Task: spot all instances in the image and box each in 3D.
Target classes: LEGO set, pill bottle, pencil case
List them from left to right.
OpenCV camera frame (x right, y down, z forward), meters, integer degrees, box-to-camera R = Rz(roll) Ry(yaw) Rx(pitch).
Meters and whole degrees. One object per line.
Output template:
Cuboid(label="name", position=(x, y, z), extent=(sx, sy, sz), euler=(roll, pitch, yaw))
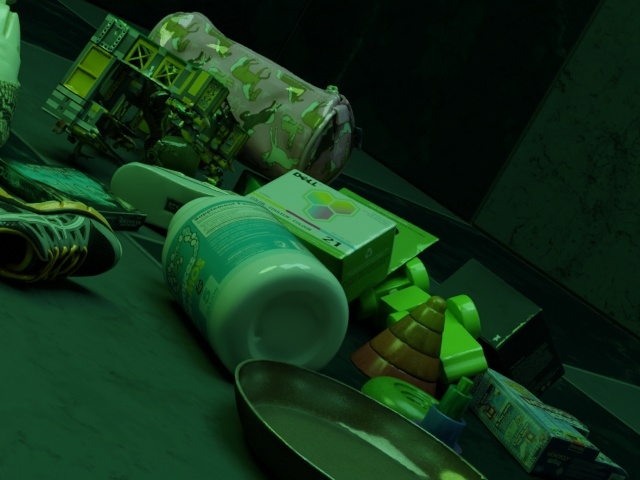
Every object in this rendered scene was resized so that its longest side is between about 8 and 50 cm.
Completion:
Cuboid(label="LEGO set", position=(-0.252, -0.156, 1.987), extent=(0.255, 0.192, 0.331), euler=(34, -7, 3))
Cuboid(label="pill bottle", position=(-0.084, 0.042, 1.505), extent=(0.146, 0.146, 0.264), euler=(24, 11, -31))
Cuboid(label="pencil case", position=(-0.121, -0.223, 2.200), extent=(0.386, 0.167, 0.160), euler=(32, -26, 27))

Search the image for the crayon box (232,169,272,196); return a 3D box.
Cuboid(label="crayon box", position=(0.000, 0.000, 2.160), extent=(0.278, 0.081, 0.165), euler=(25, 10, -24))

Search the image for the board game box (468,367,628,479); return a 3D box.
Cuboid(label="board game box", position=(0.286, 0.244, 1.812), extent=(0.194, 0.060, 0.194), euler=(22, 13, -40))

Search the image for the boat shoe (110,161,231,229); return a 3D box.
Cuboid(label="boat shoe", position=(-0.150, -0.028, 1.853), extent=(0.267, 0.096, 0.088), euler=(22, 14, 4))

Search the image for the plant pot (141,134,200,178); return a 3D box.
Cuboid(label="plant pot", position=(-0.239, -0.136, 2.200), extent=(0.079, 0.083, 0.083), euler=(13, 15, -22))

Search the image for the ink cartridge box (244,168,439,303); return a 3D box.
Cuboid(label="ink cartridge box", position=(0.028, -0.026, 1.947), extent=(0.188, 0.097, 0.255), euler=(29, 40, 28))

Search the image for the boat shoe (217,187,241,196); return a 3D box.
Cuboid(label="boat shoe", position=(-0.167, -0.055, 2.038), extent=(0.137, 0.049, 0.043), euler=(11, 1, -28))

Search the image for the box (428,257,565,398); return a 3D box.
Cuboid(label="box", position=(0.254, 0.135, 1.997), extent=(0.156, 0.093, 0.158), euler=(39, -16, 43))

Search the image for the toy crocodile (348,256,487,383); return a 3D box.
Cuboid(label="toy crocodile", position=(0.126, 0.111, 1.927), extent=(0.115, 0.105, 0.340), euler=(-17, 29, -20))

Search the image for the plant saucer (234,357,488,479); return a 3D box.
Cuboid(label="plant saucer", position=(0.046, 0.213, 1.296), extent=(0.310, 0.050, 0.310), euler=(28, 10, -5))

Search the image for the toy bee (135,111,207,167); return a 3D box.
Cuboid(label="toy bee", position=(-0.237, -0.210, 2.427), extent=(0.195, 0.298, 0.162), euler=(-3, -39, 28))

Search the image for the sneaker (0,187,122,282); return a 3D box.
Cuboid(label="sneaker", position=(-0.278, 0.007, 1.346), extent=(0.215, 0.084, 0.083), euler=(15, 31, -46))

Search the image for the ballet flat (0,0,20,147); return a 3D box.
Cuboid(label="ballet flat", position=(-0.452, -0.244, 1.784), extent=(0.164, 0.182, 0.483), euler=(27, 10, -19))

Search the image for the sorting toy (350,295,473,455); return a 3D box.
Cuboid(label="sorting toy", position=(0.128, 0.152, 1.627), extent=(0.127, 0.126, 0.365), euler=(28, 9, -9))

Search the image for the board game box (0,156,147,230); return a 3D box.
Cuboid(label="board game box", position=(-0.307, -0.056, 1.707), extent=(0.126, 0.026, 0.186), euler=(32, 10, 17))
